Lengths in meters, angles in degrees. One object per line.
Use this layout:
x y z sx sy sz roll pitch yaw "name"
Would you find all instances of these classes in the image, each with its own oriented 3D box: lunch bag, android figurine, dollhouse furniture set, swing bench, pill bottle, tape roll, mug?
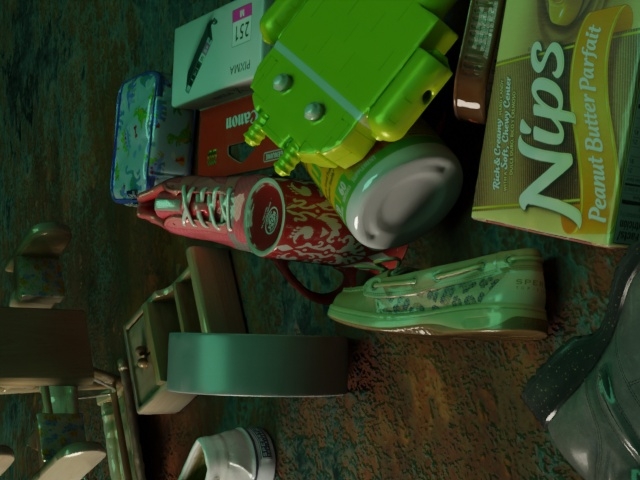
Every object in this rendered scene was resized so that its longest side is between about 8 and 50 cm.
-0.278 -0.161 1.781 0.176 0.090 0.219 4 89 59 "lunch bag"
0.027 -0.188 1.116 0.273 0.056 0.248 -49 51 9 "android figurine"
-0.342 0.136 1.562 0.256 0.394 0.362 -44 52 44 "dollhouse furniture set"
-0.378 0.327 1.742 0.165 0.255 0.253 -33 59 32 "swing bench"
0.038 -0.117 1.205 0.245 0.136 0.136 55 130 37 "pill bottle"
-0.075 0.149 1.323 0.219 0.219 0.072 -6 82 56 "tape roll"
0.006 -0.003 1.268 0.113 0.169 0.150 -9 78 55 "mug"

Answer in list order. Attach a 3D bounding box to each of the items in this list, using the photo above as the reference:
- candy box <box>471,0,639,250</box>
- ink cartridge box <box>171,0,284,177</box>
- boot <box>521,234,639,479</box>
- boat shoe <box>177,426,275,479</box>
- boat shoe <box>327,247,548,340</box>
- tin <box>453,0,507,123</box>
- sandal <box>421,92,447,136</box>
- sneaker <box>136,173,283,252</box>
0.250 -0.158 0.998 0.183 0.088 0.316 16 100 57 "candy box"
-0.135 -0.220 1.603 0.275 0.060 0.238 -6 80 55 "ink cartridge box"
0.313 0.123 0.871 0.222 0.118 0.338 62 145 35 "boot"
-0.202 0.406 1.535 0.367 0.156 0.136 -59 42 32 "boat shoe"
0.123 0.058 1.160 0.285 0.105 0.089 -3 79 45 "boat shoe"
0.175 -0.211 1.104 0.040 0.106 0.189 15 101 24 "tin"
0.118 -0.136 1.244 0.067 0.040 0.179 17 115 61 "sandal"
-0.160 -0.038 1.546 0.314 0.136 0.116 0 87 56 "sneaker"
